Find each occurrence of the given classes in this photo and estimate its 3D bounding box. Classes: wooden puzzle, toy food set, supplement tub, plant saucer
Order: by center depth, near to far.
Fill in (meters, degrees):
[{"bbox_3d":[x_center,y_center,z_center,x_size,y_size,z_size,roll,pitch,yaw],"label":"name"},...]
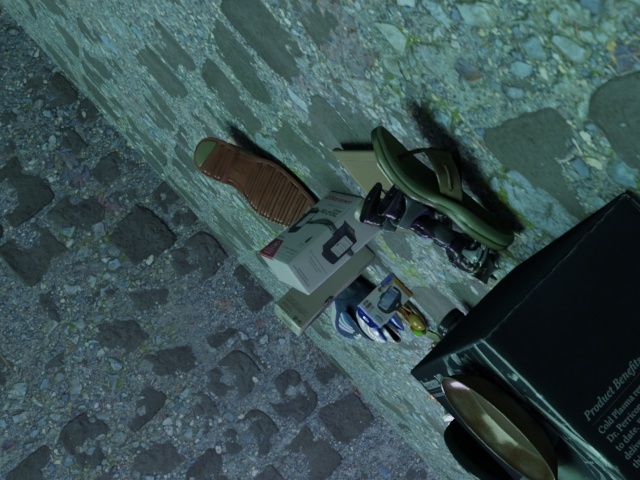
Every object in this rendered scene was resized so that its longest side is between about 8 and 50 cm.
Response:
[{"bbox_3d":[0.242,0.243,1.112,0.198,0.036,0.198,45,166,15],"label":"plant saucer"},{"bbox_3d":[0.136,-0.100,1.679,0.221,0.044,0.239,51,171,-20],"label":"wooden puzzle"},{"bbox_3d":[0.350,0.235,1.844,0.198,0.106,0.106,39,165,25],"label":"supplement tub"},{"bbox_3d":[0.232,0.201,2.245,0.192,0.038,0.132,51,166,-17],"label":"toy food set"}]

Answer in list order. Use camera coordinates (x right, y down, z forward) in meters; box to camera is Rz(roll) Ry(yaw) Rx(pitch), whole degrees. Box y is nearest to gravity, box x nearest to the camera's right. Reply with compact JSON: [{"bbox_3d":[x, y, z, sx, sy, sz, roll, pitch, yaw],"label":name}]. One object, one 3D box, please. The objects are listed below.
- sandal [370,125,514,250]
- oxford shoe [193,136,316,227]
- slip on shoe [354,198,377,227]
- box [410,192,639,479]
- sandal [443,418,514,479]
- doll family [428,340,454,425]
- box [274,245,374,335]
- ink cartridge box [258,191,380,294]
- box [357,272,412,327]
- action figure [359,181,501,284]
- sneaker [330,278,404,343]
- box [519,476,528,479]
[{"bbox_3d":[0.207,-0.099,1.374,0.303,0.086,0.120,33,-153,-14],"label":"sandal"},{"bbox_3d":[-0.150,-0.160,2.258,0.397,0.140,0.146,36,-165,20],"label":"oxford shoe"},{"bbox_3d":[0.111,-0.053,1.815,0.041,0.051,0.135,23,175,21],"label":"slip on shoe"},{"bbox_3d":[0.434,0.245,1.240,0.472,0.297,0.480,47,167,7],"label":"box"},{"bbox_3d":[0.348,0.355,1.627,0.167,0.107,0.446,32,-166,14],"label":"sandal"},{"bbox_3d":[0.331,0.385,2.242,0.263,0.118,0.163,52,-154,-19],"label":"doll family"},{"bbox_3d":[0.009,0.111,2.152,0.094,0.275,0.113,44,167,8],"label":"box"},{"bbox_3d":[0.000,0.000,1.948,0.100,0.237,0.172,55,164,-22],"label":"ink cartridge box"},{"bbox_3d":[0.158,0.157,2.130,0.081,0.136,0.028,45,166,3],"label":"box"},{"bbox_3d":[0.216,-0.012,1.495,0.285,0.099,0.185,28,179,-25],"label":"action figure"},{"bbox_3d":[0.145,0.251,2.452,0.236,0.130,0.323,43,161,33],"label":"sneaker"},{"bbox_3d":[0.318,0.432,1.212,0.091,0.130,0.170,32,162,47],"label":"box"}]
